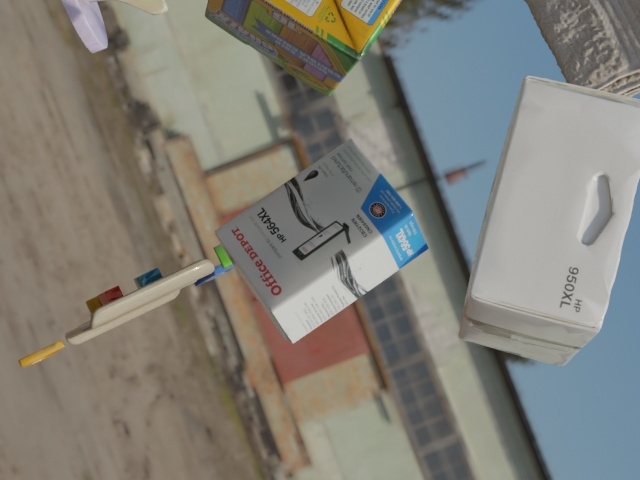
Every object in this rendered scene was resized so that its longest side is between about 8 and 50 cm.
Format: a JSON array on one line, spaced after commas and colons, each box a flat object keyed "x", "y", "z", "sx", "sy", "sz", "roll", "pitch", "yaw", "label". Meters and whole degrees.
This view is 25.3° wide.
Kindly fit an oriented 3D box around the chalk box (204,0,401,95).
[{"x": -0.005, "y": -0.286, "z": 1.561, "sx": 0.179, "sy": 0.180, "sz": 0.289, "roll": 33, "pitch": -7, "yaw": -4, "label": "chalk box"}]

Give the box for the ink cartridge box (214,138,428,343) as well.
[{"x": 0.000, "y": 0.000, "z": 1.690, "sx": 0.148, "sy": 0.203, "sz": 0.086, "roll": 52, "pitch": -6, "yaw": 34, "label": "ink cartridge box"}]

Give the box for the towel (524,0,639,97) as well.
[{"x": 0.398, "y": -0.324, "z": 2.017, "sx": 0.049, "sy": 0.187, "sz": 0.282, "roll": 56, "pitch": 11, "yaw": -61, "label": "towel"}]

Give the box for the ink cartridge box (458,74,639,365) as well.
[{"x": 0.291, "y": -0.012, "z": 1.836, "sx": 0.395, "sy": 0.166, "sz": 0.286, "roll": 74, "pitch": 31, "yaw": -78, "label": "ink cartridge box"}]

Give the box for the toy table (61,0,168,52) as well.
[{"x": -0.393, "y": -0.499, "z": 2.587, "sx": 0.252, "sy": 0.160, "sz": 0.274, "roll": -81, "pitch": 148, "yaw": -77, "label": "toy table"}]

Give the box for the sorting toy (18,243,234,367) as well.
[{"x": -0.250, "y": 0.073, "z": 1.902, "sx": 0.047, "sy": 0.347, "sz": 0.196, "roll": 63, "pitch": -23, "yaw": 2, "label": "sorting toy"}]
